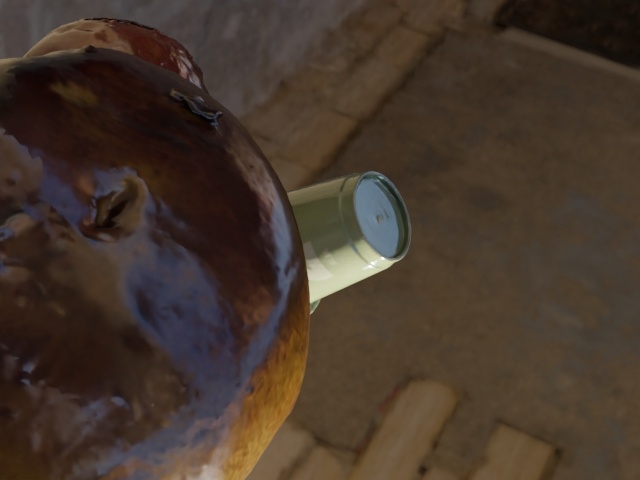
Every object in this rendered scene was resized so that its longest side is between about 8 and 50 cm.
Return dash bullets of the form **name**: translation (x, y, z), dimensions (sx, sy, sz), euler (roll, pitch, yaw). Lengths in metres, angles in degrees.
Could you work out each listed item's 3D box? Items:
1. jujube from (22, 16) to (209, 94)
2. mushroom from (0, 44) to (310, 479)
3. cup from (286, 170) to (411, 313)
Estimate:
- **jujube**: translation (-0.176, -0.053, 1.056), dimensions (0.183, 0.183, 0.243), euler (16, 86, -74)
- **mushroom**: translation (-0.175, 0.023, 0.846), dimensions (0.259, 0.345, 0.345), euler (-39, -170, 47)
- **cup**: translation (0.000, 0.000, 1.110), dimensions (0.120, 0.141, 0.120), euler (31, 50, -46)
